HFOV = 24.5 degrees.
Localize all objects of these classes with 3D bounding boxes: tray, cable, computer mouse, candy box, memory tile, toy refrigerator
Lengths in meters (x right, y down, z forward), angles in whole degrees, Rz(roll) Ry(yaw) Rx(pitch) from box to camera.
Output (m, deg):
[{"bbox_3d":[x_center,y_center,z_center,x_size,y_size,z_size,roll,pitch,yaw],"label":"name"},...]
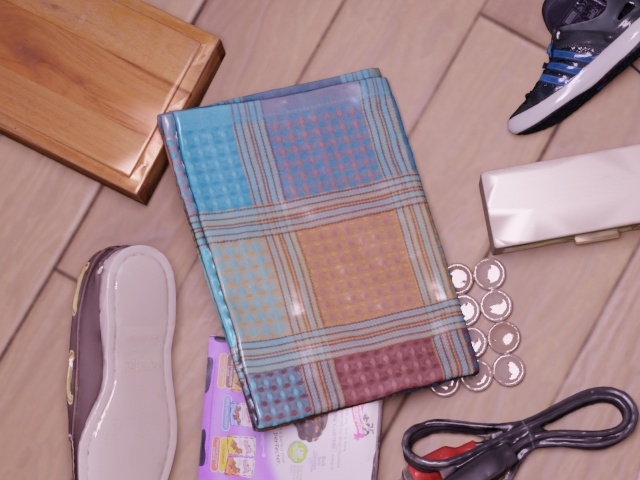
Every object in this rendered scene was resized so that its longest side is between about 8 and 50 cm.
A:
[{"bbox_3d":[-0.338,-0.224,1.688,0.411,0.076,0.203,26,83,7],"label":"tray"},{"bbox_3d":[0.206,0.229,1.633,0.287,0.072,0.139,-28,66,-10],"label":"cable"},{"bbox_3d":[0.351,-0.201,1.656,0.242,0.041,0.071,39,113,0],"label":"computer mouse"},{"bbox_3d":[-0.029,0.195,1.632,0.196,0.070,0.165,4,85,5],"label":"candy box"},{"bbox_3d":[0.165,0.097,1.655,0.113,0.012,0.148,-11,83,4],"label":"memory tile"},{"bbox_3d":[0.315,-0.047,1.611,0.269,0.102,0.094,-11,84,3],"label":"toy refrigerator"}]

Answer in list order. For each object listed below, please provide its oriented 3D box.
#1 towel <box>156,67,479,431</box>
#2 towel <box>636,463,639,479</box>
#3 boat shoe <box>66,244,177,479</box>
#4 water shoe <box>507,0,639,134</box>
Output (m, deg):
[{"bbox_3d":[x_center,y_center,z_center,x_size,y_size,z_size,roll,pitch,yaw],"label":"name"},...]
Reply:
[{"bbox_3d":[0.000,0.000,1.602,0.271,0.040,0.370,-13,75,-17],"label":"towel"},{"bbox_3d":[0.505,0.264,1.569,0.331,0.053,0.317,12,86,17],"label":"towel"},{"bbox_3d":[-0.230,0.167,1.639,0.116,0.096,0.324,4,88,-36],"label":"boat shoe"},{"bbox_3d":[0.279,-0.197,1.628,0.203,0.073,0.080,-39,75,22],"label":"water shoe"}]
